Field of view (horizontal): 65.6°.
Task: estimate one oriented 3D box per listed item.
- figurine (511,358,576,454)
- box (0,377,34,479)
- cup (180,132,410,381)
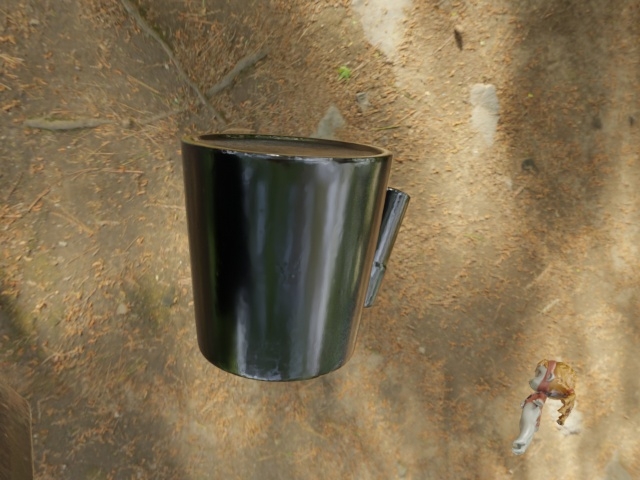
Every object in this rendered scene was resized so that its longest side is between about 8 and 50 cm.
[{"bbox_3d":[0.224,0.169,0.499,0.109,0.047,0.064,-45,142,-29],"label":"figurine"},{"bbox_3d":[-0.272,0.031,0.237,0.047,0.180,0.324,-41,117,-19],"label":"box"},{"bbox_3d":[0.003,0.005,0.432,0.240,0.166,0.176,-2,107,-22],"label":"cup"}]
